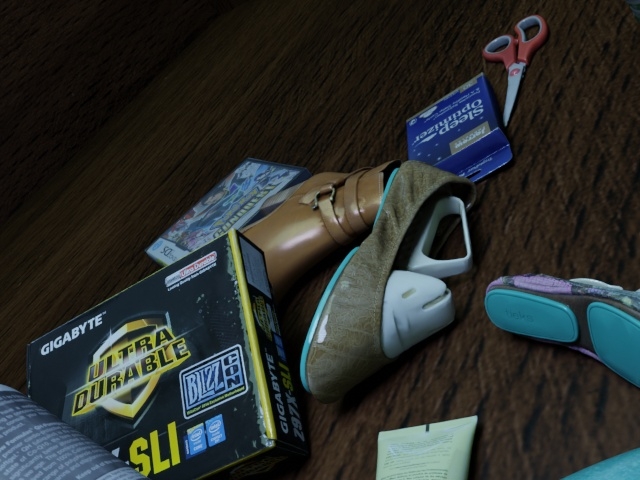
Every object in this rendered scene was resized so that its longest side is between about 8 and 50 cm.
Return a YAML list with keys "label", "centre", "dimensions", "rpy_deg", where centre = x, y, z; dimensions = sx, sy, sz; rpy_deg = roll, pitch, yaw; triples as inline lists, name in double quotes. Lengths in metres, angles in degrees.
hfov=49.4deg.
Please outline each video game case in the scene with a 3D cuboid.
- label: "video game case"
  centre: [-0.170, -0.041, 1.239]
  dimensions: [0.275, 0.035, 0.248]
  rpy_deg: [-45, 28, -15]

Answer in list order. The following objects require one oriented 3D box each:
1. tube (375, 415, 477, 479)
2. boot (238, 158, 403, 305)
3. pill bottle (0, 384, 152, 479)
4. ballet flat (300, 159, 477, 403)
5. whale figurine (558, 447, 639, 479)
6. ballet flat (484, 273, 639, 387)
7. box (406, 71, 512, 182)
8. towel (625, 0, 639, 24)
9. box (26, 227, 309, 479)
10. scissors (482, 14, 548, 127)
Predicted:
- label: "tube"
  centre: [0.070, 0.227, 0.513]
  dimensions: [0.240, 0.070, 0.062]
  rpy_deg: [-71, -2, -54]
- label: "boot"
  centre: [0.000, 0.000, 0.921]
  dimensions: [0.220, 0.109, 0.283]
  rpy_deg: [-15, 27, 30]
- label: "pill bottle"
  centre: [-0.285, 0.238, 0.621]
  dimensions: [0.319, 0.176, 0.176]
  rpy_deg: [26, 60, 19]
- label: "ballet flat"
  centre: [0.097, 0.033, 0.751]
  dimensions: [0.124, 0.116, 0.342]
  rpy_deg: [5, 41, 27]
- label: "whale figurine"
  centre: [0.166, 0.176, 0.376]
  dimensions: [0.272, 0.141, 0.216]
  rpy_deg: [-45, 27, -16]
- label: "ballet flat"
  centre: [0.233, 0.062, 0.566]
  dimensions: [0.079, 0.076, 0.221]
  rpy_deg: [-27, 21, -24]
- label: "box"
  centre: [0.186, -0.144, 0.966]
  dimensions: [0.136, 0.036, 0.225]
  rpy_deg: [-30, 28, 24]
- label: "towel"
  centre: [0.330, -0.201, 0.452]
  dimensions: [0.248, 0.038, 0.325]
  rpy_deg: [-19, 2, 28]
- label: "box"
  centre: [-0.186, 0.171, 0.774]
  dimensions: [0.322, 0.079, 0.257]
  rpy_deg: [-28, 55, 17]
- label: "scissors"
  centre: [0.301, -0.263, 1.039]
  dimensions: [0.109, 0.021, 0.297]
  rpy_deg: [-25, 29, 23]
